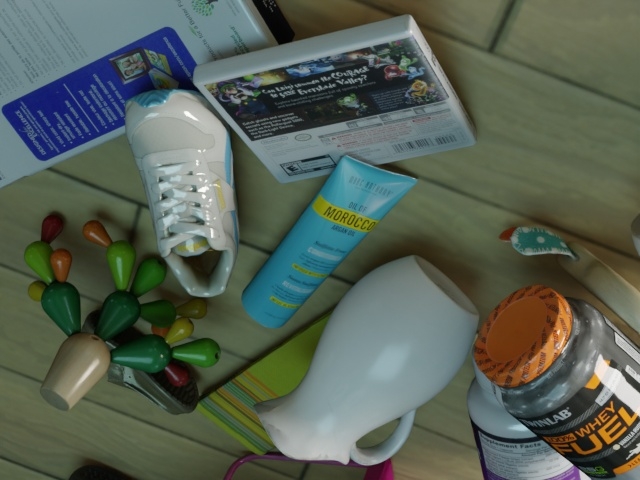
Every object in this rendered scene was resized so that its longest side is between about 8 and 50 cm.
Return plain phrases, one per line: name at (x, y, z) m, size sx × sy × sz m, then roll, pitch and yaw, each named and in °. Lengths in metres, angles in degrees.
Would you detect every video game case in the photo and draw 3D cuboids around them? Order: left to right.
video game case at (0.016, -0.114, 1.077) m, size 0.190 × 0.022 × 0.173 m, roll -10°, pitch 150°, yaw 21°

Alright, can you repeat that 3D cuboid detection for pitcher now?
pitcher at (0.064, 0.124, 1.208) m, size 0.207 × 0.125 × 0.178 m, roll -48°, pitch 138°, yaw 12°

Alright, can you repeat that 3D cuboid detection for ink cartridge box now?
ink cartridge box at (-0.203, -0.171, 1.113) m, size 0.332 × 0.065 × 0.165 m, roll -20°, pitch 119°, yaw 24°

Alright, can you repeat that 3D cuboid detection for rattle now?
rattle at (0.277, 0.009, 1.117) m, size 0.199 × 0.130 × 0.143 m, roll 45°, pitch 113°, yaw 17°

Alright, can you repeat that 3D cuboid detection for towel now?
towel at (-0.018, 0.143, 1.317) m, size 0.102 × 0.021 × 0.237 m, roll 41°, pitch 124°, yaw -21°

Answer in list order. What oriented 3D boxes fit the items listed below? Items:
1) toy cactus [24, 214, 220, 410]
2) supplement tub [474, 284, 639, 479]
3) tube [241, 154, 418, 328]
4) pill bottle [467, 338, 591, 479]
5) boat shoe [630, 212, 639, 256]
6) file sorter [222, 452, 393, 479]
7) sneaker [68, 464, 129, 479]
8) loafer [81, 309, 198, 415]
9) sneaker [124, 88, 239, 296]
toy cactus at (-0.212, 0.085, 1.236) m, size 0.219 × 0.180 × 0.112 m, roll 37°, pitch 146°, yaw -7°
supplement tub at (0.227, 0.127, 1.096) m, size 0.190 × 0.117 × 0.117 m, roll 38°, pitch 126°, yaw -25°
tube at (0.000, 0.000, 1.192) m, size 0.080 × 0.052 × 0.207 m, roll 13°, pitch 132°, yaw -34°
pill bottle at (0.200, 0.177, 1.227) m, size 0.108 × 0.108 × 0.193 m, roll -4°, pitch 123°, yaw 17°
boat shoe at (0.436, 0.004, 1.027) m, size 0.340 × 0.127 × 0.158 m, roll -17°, pitch 111°, yaw 24°
file sorter at (-0.018, 0.397, 1.380) m, size 0.182 × 0.202 × 0.291 m, roll 2°, pitch 123°, yaw 18°
sneaker at (-0.204, 0.360, 1.479) m, size 0.227 × 0.087 × 0.130 m, roll 27°, pitch 129°, yaw -1°
loafer at (-0.191, 0.132, 1.333) m, size 0.148 × 0.056 × 0.050 m, roll 42°, pitch 125°, yaw -4°
sneaker at (-0.114, -0.042, 1.125) m, size 0.087 × 0.092 × 0.229 m, roll -8°, pitch 142°, yaw 6°
